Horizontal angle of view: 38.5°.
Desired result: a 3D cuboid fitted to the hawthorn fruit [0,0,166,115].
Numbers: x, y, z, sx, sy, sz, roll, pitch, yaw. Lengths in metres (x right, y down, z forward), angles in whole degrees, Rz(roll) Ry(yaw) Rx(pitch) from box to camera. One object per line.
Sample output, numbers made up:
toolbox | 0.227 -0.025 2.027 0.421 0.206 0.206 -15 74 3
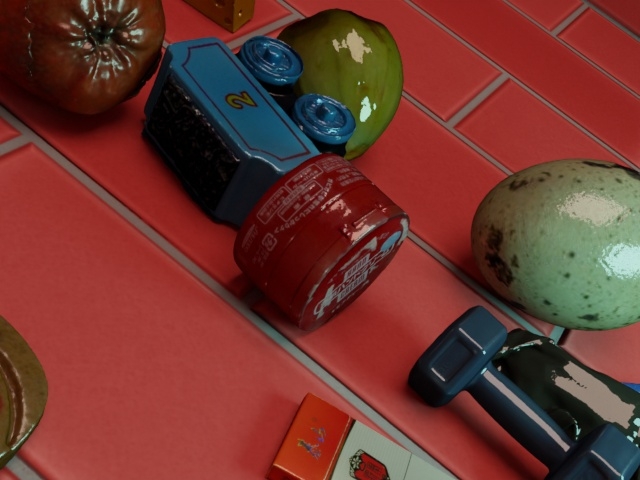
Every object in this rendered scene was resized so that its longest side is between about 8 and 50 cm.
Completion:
hawthorn fruit | -0.398 -0.334 1.374 0.307 0.276 0.276 19 28 32

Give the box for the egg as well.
egg | 0.429 0.008 1.523 0.380 0.287 0.287 0 46 -15

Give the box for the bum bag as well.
bum bag | 0.376 0.237 1.379 0.326 0.079 0.142 34 65 18

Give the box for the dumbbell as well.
dumbbell | 0.278 0.244 1.270 0.144 0.156 0.316 -41 74 -21

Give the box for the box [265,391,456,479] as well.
box | 0.062 0.301 1.146 0.245 0.035 0.139 33 38 0

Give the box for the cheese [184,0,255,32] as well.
cheese | -0.221 -0.501 1.804 0.171 0.126 0.093 21 41 16

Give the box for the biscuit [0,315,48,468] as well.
biscuit | -0.443 0.177 0.913 0.314 0.063 0.367 41 38 14

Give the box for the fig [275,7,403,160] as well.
fig | 0.027 -0.265 1.608 0.239 0.239 0.271 7 71 -29

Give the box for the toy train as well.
toy train | -0.118 -0.179 1.436 0.265 0.188 0.300 -22 64 -41

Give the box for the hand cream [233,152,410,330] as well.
hand cream | 0.000 0.000 1.281 0.149 0.230 0.230 44 39 16

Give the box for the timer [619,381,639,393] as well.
timer | 0.541 0.331 1.411 0.178 0.078 0.253 8 44 -27
